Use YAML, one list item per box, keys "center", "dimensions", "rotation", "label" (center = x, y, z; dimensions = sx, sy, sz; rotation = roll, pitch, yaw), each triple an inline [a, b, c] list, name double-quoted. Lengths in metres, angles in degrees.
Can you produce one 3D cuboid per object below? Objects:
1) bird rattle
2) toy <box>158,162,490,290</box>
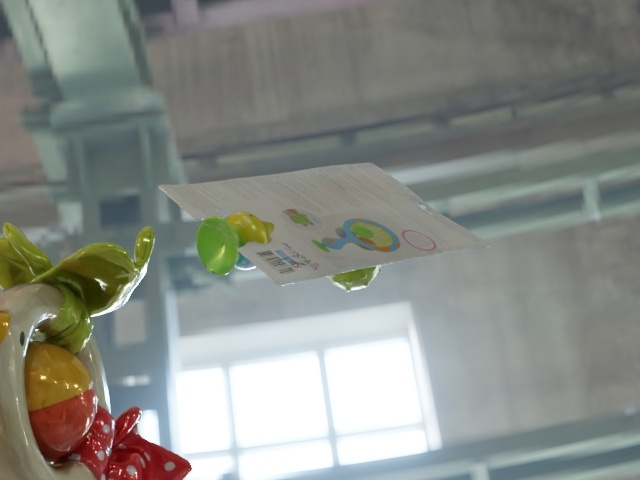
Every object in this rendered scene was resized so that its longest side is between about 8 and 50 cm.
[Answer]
- center: [-0.193, 0.115, 1.357]
  dimensions: [0.143, 0.253, 0.207]
  rotation: [1, 9, 19]
  label: "bird rattle"
- center: [0.000, 0.000, 1.432]
  dimensions: [0.237, 0.137, 0.056]
  rotation: [-5, -55, -49]
  label: "toy"
